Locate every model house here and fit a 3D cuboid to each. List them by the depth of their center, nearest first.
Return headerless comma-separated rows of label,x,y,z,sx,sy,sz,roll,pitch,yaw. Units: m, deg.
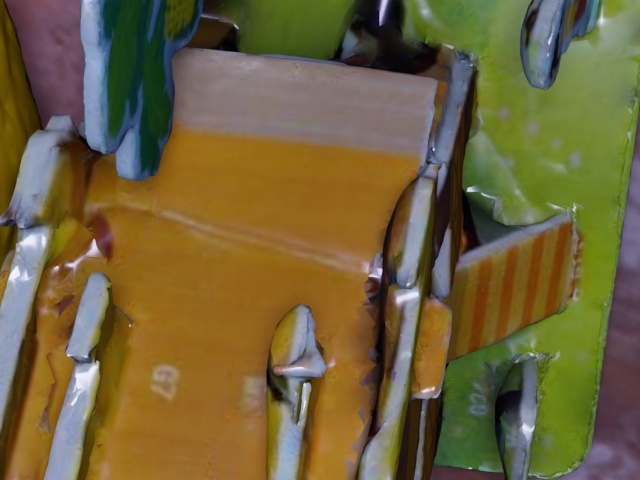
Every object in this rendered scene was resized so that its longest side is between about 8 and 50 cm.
model house,0.000,0.000,0.662,0.242,0.313,0.358,8,116,5

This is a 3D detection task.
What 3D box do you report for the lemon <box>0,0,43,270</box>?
lemon,-0.302,-0.005,0.700,0.364,0.364,0.364,5,117,9
